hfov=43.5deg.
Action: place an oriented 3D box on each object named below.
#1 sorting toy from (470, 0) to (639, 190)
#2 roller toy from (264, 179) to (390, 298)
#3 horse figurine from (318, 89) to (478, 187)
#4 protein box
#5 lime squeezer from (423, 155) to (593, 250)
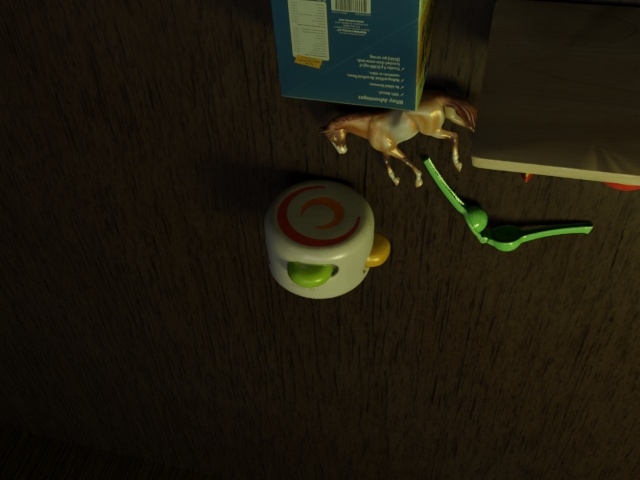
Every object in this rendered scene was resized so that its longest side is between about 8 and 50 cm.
[{"bbox_3d":[0.341,-0.180,1.048,0.257,0.255,0.089,8,156,12],"label":"sorting toy"},{"bbox_3d":[0.000,0.000,1.432,0.191,0.209,0.146,45,153,31],"label":"roller toy"},{"bbox_3d":[0.149,-0.169,1.265,0.263,0.066,0.174,-18,125,38],"label":"horse figurine"},{"bbox_3d":[0.048,-0.305,1.092,0.200,0.136,0.201,8,140,11],"label":"protein box"},{"bbox_3d":[0.298,-0.038,1.376,0.311,0.058,0.110,22,141,-4],"label":"lime squeezer"}]
